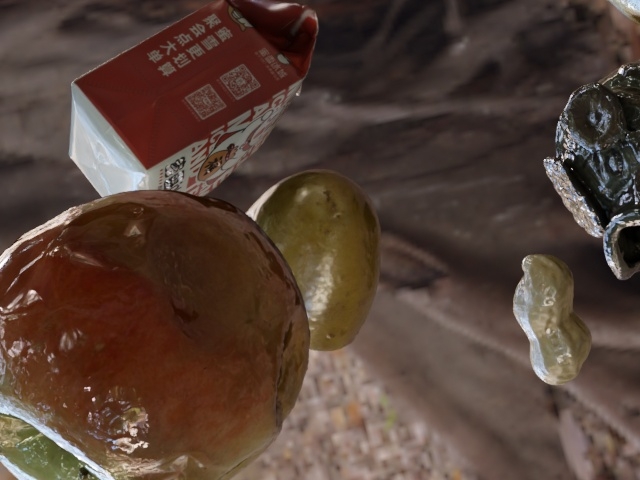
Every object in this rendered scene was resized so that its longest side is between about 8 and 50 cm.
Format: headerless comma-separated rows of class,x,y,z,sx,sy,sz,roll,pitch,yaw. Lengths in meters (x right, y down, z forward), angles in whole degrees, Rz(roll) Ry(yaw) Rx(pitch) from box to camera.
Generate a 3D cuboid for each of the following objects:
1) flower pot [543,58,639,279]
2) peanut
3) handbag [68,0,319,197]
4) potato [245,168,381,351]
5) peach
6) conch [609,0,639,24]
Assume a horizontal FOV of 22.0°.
flower pot,0.430,-0.096,2.022,0.302,0.302,0.213,99,156,-63
peanut,0.277,0.094,1.974,0.082,0.082,0.187,-125,14,-63
handbag,-0.130,-0.157,1.858,0.151,0.298,0.171,49,155,15
potato,0.000,0.000,1.834,0.203,0.178,0.158,-84,21,-43
peach,-0.112,0.066,1.074,0.214,0.235,0.214,23,134,25
conch,0.380,-0.319,1.771,0.249,0.197,0.368,57,175,-27
